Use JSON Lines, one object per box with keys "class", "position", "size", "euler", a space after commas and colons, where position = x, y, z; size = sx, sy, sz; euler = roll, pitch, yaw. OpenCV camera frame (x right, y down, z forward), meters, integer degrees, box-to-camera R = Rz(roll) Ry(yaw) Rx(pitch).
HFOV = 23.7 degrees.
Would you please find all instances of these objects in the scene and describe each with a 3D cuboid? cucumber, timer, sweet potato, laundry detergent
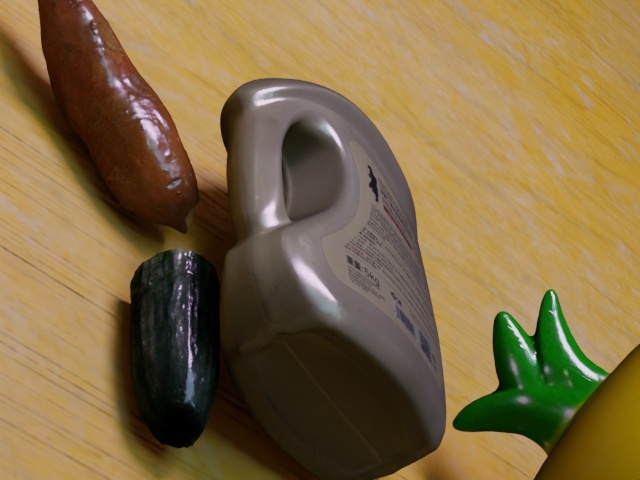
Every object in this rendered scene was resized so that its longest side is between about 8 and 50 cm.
{"class": "cucumber", "position": [-0.074, 0.058, 0.768], "size": [0.048, 0.048, 0.105], "euler": [31, 37, -32]}
{"class": "timer", "position": [0.197, 0.136, 0.868], "size": [0.285, 0.285, 0.285], "euler": [35, 33, -27]}
{"class": "sweet potato", "position": [-0.123, -0.088, 0.846], "size": [0.195, 0.056, 0.056], "euler": [61, 30, -1]}
{"class": "laundry detergent", "position": [0.000, 0.000, 0.863], "size": [0.181, 0.091, 0.253], "euler": [51, 23, -38]}
